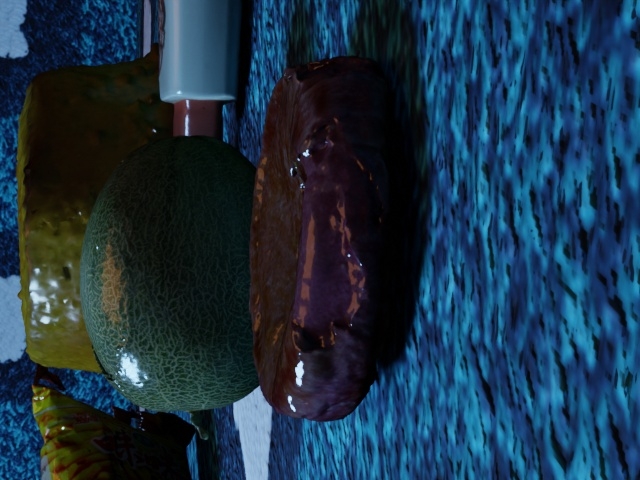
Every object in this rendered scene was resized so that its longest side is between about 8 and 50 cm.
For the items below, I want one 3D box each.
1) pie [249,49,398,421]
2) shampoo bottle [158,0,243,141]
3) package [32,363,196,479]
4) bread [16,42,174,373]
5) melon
[{"bbox_3d":[0.000,0.000,0.592,0.182,0.049,0.182,-175,90,-77],"label":"pie"},{"bbox_3d":[-0.102,-0.158,1.025,0.153,0.071,0.284,-122,34,-71],"label":"shampoo bottle"},{"bbox_3d":[-0.208,0.276,1.276,0.108,0.223,0.288,-38,41,16],"label":"package"},{"bbox_3d":[-0.224,-0.030,1.322,0.337,0.204,0.358,109,160,-46],"label":"bread"},{"bbox_3d":[-0.083,0.030,0.781,0.139,0.139,0.192,174,93,-78],"label":"melon"}]
